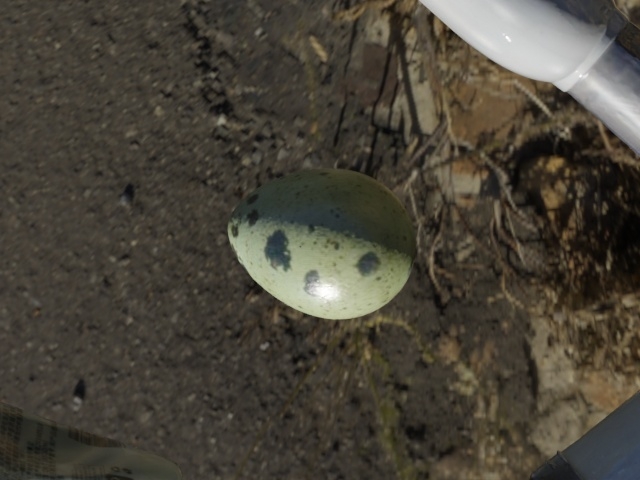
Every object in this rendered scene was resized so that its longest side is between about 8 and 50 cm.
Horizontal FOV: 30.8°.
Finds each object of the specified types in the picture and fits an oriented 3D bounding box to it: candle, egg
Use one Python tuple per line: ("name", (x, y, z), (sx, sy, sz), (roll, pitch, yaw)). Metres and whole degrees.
("candle", (0.450, 0.317, 1.544), (0.342, 0.221, 0.221), (-37, 103, 1))
("egg", (0.000, 0.000, 1.367), (0.228, 0.177, 0.177), (12, 114, 12))

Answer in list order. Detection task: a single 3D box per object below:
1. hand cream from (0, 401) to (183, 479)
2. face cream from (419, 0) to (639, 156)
("hand cream", (-0.209, 0.128, 0.667), (0.341, 0.124, 0.077), (23, 113, -22))
("face cream", (0.095, -0.153, 0.649), (0.291, 0.144, 0.071), (42, 119, 2))
